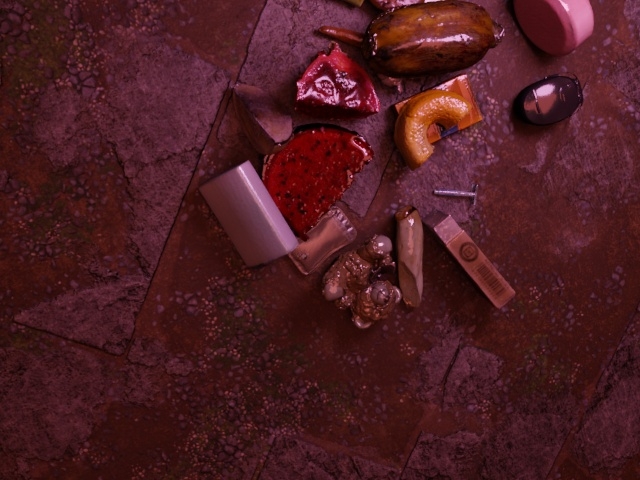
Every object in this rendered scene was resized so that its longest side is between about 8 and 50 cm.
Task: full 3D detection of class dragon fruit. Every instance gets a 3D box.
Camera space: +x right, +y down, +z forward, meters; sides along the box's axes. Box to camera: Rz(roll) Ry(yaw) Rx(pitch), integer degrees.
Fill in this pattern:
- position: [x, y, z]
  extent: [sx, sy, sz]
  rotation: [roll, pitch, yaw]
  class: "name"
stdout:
- position: [0.032, -0.450, 1.638]
  extent: [0.262, 0.134, 0.211]
  rotation: [6, 88, -25]
  class: "dragon fruit"
- position: [-0.032, -0.208, 1.671]
  extent: [0.282, 0.100, 0.343]
  rotation: [43, 102, 4]
  class: "dragon fruit"

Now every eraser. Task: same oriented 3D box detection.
- position: [-0.207, -0.068, 1.648]
  extent: [0.189, 0.104, 0.290]
  rotation: [-18, 108, 42]
  class: "eraser"
- position: [0.456, 0.054, 1.780]
  extent: [0.078, 0.144, 0.343]
  rotation: [-41, 104, 3]
  class: "eraser"

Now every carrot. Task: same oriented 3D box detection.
- position: [0.086, -0.586, 1.652]
  extent: [0.191, 0.047, 0.047]
  rotation: [15, 98, -10]
  class: "carrot"

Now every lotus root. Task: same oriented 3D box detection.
- position: [0.308, -0.553, 1.575]
  extent: [0.398, 0.179, 0.195]
  rotation: [-7, 101, -8]
  class: "lotus root"

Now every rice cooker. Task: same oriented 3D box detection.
- position: [0.691, -0.424, 1.736]
  extent: [0.203, 0.118, 0.142]
  rotation: [-19, 102, -4]
  class: "rice cooker"

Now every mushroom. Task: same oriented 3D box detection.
- position: [0.275, 0.054, 1.772]
  extent: [0.087, 0.107, 0.333]
  rotation: [3, 104, 28]
  class: "mushroom"

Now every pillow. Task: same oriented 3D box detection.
- position: [0.000, 0.000, 1.757]
  extent: [0.217, 0.033, 0.130]
  rotation: [-37, 105, 0]
  class: "pillow"

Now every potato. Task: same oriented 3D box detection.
- position: [-0.154, -0.328, 1.631]
  extent: [0.120, 0.261, 0.100]
  rotation: [-17, 148, -32]
  class: "potato"

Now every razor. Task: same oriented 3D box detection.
- position: [0.420, -0.148, 1.796]
  extent: [0.135, 0.040, 0.068]
  rotation: [4, 99, -3]
  class: "razor"

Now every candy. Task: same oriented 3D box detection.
- position: [0.661, -0.638, 1.631]
  extent: [0.094, 0.255, 0.255]
  rotation: [-38, 104, -1]
  class: "candy"

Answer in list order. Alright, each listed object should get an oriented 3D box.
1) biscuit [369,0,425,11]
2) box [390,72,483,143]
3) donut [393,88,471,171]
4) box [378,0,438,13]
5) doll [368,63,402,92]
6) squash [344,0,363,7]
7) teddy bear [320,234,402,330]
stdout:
- position: [0.215, -0.738, 1.600]
  extent: [0.212, 0.036, 0.212]
  rotation: [-1, 99, -8]
  class: "biscuit"
- position: [0.348, -0.383, 1.720]
  extent: [0.237, 0.070, 0.152]
  rotation: [-26, 103, -4]
  class: "box"
- position: [0.301, -0.339, 1.647]
  extent: [0.152, 0.101, 0.259]
  rotation: [38, 98, -7]
  class: "donut"
- position: [0.279, -0.651, 1.669]
  extent: [0.211, 0.045, 0.270]
  rotation: [-33, 104, -1]
  class: "box"
- position: [0.207, -0.491, 1.673]
  extent: [0.127, 0.073, 0.084]
  rotation: [44, 100, -10]
  class: "doll"
- position: [0.004, -0.722, 1.599]
  extent: [0.250, 0.083, 0.083]
  rotation: [11, 99, -14]
  class: "squash"
- position: [0.136, 0.142, 1.744]
  extent: [0.267, 0.156, 0.256]
  rotation: [-37, 104, -13]
  class: "teddy bear"
